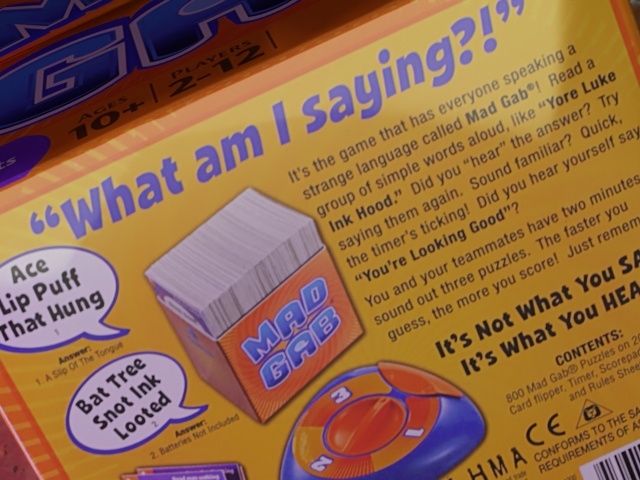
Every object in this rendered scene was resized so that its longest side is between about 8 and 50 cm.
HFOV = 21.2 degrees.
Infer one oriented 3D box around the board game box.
[{"bbox_3d":[0.000,0.000,0.997,0.357,0.356,0.356,-25,115,-1],"label":"board game box"}]
